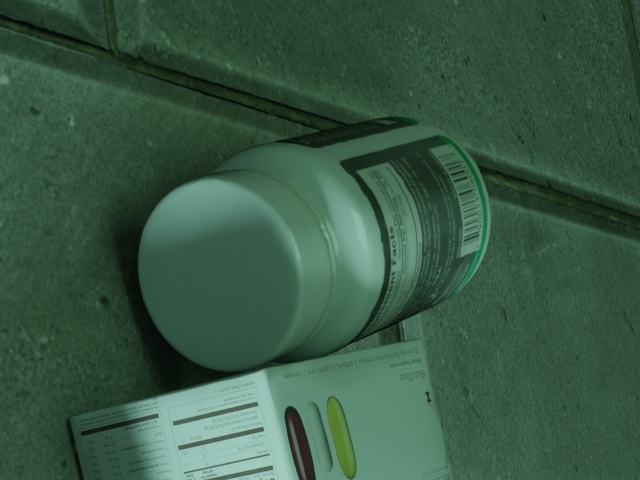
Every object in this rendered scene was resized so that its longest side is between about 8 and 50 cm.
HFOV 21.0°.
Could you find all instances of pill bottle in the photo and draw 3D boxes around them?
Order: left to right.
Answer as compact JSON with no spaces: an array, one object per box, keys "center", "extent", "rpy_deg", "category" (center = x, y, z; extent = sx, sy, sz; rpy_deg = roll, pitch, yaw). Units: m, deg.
[{"center":[0.000,0.000,1.620],"extent":[0.361,0.204,0.204],"rpy_deg":[-18,91,-58],"category":"pill bottle"}]

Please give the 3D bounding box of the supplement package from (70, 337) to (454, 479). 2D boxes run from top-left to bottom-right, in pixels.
[{"center":[-0.042,0.184,1.468],"extent":[0.262,0.204,0.145],"rpy_deg":[-6,81,-59],"category":"supplement package"}]
